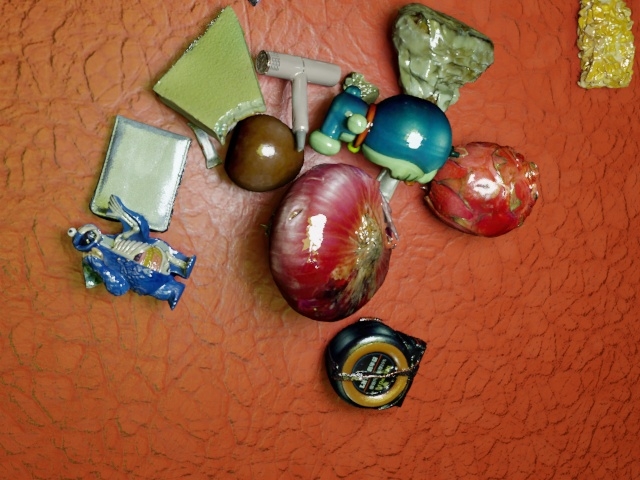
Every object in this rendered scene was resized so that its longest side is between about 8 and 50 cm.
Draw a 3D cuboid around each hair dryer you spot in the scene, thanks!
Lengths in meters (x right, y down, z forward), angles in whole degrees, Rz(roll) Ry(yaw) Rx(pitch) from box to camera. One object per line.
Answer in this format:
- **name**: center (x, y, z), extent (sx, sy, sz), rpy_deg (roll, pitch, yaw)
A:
- **hair dryer**: center (-0.024, -0.292, 1.299), extent (0.195, 0.054, 0.220), rpy_deg (-3, 71, -38)

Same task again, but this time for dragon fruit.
- **dragon fruit**: center (0.375, -0.119, 1.418), extent (0.252, 0.241, 0.240), rpy_deg (8, 94, -17)

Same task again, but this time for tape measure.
- **tape measure**: center (0.121, 0.291, 1.443), extent (0.223, 0.135, 0.202), rpy_deg (18, 101, -16)

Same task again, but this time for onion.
- **onion**: center (0.000, 0.000, 1.324), extent (0.348, 0.286, 0.347), rpy_deg (-23, 118, -51)

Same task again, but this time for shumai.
- **shumai**: center (0.256, -0.408, 1.399), extent (0.256, 0.189, 0.218), rpy_deg (8, 115, -26)
- **shumai**: center (0.084, -0.346, 1.399), extent (0.082, 0.083, 0.080), rpy_deg (-7, 66, -43)

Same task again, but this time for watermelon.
- **watermelon**: center (-0.477, 0.077, 1.275), extent (0.085, 0.085, 0.061), rpy_deg (35, 120, -18)

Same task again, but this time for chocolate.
- **chocolate**: center (-0.113, -0.180, 1.302), extent (0.177, 0.177, 0.176), rpy_deg (-2, 97, -17)

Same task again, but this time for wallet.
- **wallet**: center (-0.379, -0.135, 1.290), extent (0.167, 0.036, 0.222), rpy_deg (15, 90, -17)

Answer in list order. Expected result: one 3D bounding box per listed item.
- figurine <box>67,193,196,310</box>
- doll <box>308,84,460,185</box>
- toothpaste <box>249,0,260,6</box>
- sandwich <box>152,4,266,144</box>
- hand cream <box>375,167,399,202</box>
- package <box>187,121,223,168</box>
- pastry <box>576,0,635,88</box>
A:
- **figurine**: center (-0.388, 0.037, 1.265), extent (0.262, 0.121, 0.164), rpy_deg (39, 80, -10)
- **doll**: center (0.146, -0.230, 1.320), extent (0.322, 0.198, 0.186), rpy_deg (17, 104, -5)
- **toothpaste**: center (-0.188, -0.590, 1.291), extent (0.047, 0.040, 0.196), rpy_deg (-47, 107, -11)
- **sandwich**: center (-0.186, -0.334, 1.258), extent (0.212, 0.063, 0.245), rpy_deg (36, 81, 16)
- **hand cream**: center (0.176, -0.171, 1.460), extent (0.057, 0.037, 0.165), rpy_deg (27, 96, -18)
- **package**: center (-0.250, -0.211, 1.329), extent (0.037, 0.015, 0.110), rpy_deg (-28, 105, -18)
- **pastry**: center (0.725, -0.511, 1.542), extent (0.154, 0.102, 0.249), rpy_deg (-4, 100, -5)
